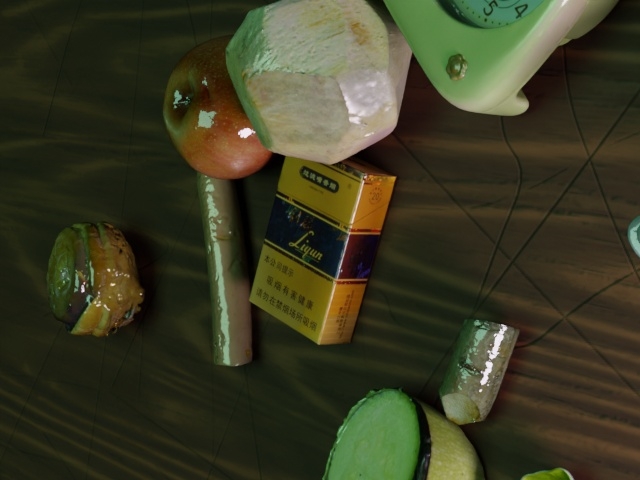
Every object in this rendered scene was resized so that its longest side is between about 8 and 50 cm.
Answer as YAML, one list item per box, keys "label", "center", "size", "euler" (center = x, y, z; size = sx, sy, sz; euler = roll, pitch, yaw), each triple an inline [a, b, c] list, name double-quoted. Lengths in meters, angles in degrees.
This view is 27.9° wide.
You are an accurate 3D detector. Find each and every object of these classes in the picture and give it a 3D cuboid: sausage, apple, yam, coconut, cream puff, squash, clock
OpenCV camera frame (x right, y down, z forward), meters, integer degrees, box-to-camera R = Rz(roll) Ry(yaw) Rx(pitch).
- label: "sausage"
  center: [-0.136, 0.030, 1.844]
  size: [0.065, 0.065, 0.301]
  euler: [-13, 82, 45]
- label: "apple"
  center: [-0.129, -0.184, 1.768]
  size: [0.201, 0.162, 0.201]
  euler: [2, 92, 46]
- label: "yam"
  center: [0.180, 0.153, 1.503]
  size: [0.069, 0.069, 0.146]
  euler: [34, 111, 41]
- label: "coconut"
  center: [0.010, -0.210, 1.610]
  size: [0.197, 0.236, 0.237]
  euler: [84, 162, -63]
- label: "cream puff"
  center: [-0.347, 0.062, 2.014]
  size: [0.189, 0.129, 0.189]
  euler: [-5, 84, 59]
- label: "squash"
  center: [0.102, 0.288, 1.579]
  size: [0.220, 0.133, 0.220]
  euler: [-29, 54, 50]
- label: "clock"
  center: [0.226, -0.336, 1.435]
  size: [0.348, 0.117, 0.286]
  euler: [-45, 58, 35]

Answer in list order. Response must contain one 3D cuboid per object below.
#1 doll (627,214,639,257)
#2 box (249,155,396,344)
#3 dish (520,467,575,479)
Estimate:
- label: "doll"
  center: [0.421, -0.043, 1.208]
  size: [0.258, 0.153, 0.195]
  euler: [14, 86, 28]
- label: "box"
  center: [0.000, 0.000, 1.699]
  size: [0.152, 0.070, 0.237]
  euler: [30, 112, 43]
- label: "dish"
  center: [0.253, 0.302, 1.447]
  size: [0.137, 0.039, 0.091]
  euler: [-19, 80, 45]
